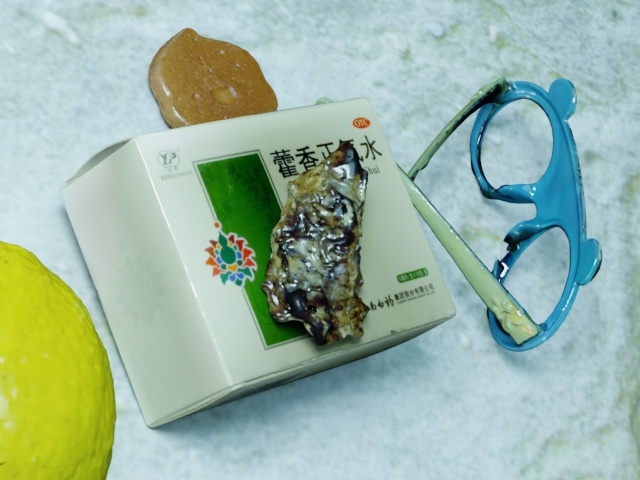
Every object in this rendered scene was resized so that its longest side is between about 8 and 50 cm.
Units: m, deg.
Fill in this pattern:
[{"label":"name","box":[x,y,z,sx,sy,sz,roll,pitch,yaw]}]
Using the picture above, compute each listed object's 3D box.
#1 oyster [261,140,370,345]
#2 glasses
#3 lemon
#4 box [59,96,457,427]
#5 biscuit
[{"label":"oyster","box":[0.001,0.000,0.993,0.086,0.029,0.132,3,69,-40]},{"label":"glasses","box":[0.092,-0.033,1.227,0.207,0.102,0.239,5,56,-6]},{"label":"lemon","box":[-0.191,0.088,0.815,0.180,0.180,0.193,4,60,-39]},{"label":"box","box":[-0.037,0.007,1.046,0.212,0.095,0.168,-15,78,-45]},{"label":"biscuit","box":[-0.068,-0.093,1.156,0.130,0.019,0.102,54,43,3]}]
